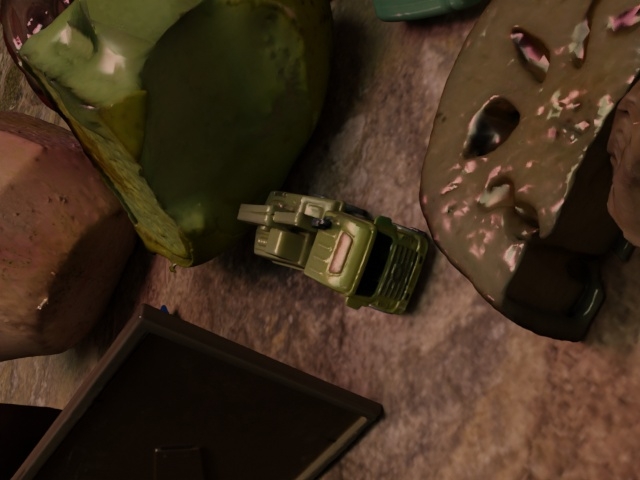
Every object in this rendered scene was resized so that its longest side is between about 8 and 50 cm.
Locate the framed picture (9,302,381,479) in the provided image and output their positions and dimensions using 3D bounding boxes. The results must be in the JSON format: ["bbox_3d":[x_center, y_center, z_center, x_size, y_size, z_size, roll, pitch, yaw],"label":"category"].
[{"bbox_3d":[-0.120,0.187,0.579,0.289,0.213,0.016,-50,28,25],"label":"framed picture"}]

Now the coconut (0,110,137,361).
[{"bbox_3d":[-0.426,-0.013,0.967,0.352,0.352,0.353,-23,58,44],"label":"coconut"}]

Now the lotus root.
[{"bbox_3d":[0.148,-0.066,0.430,0.138,0.119,0.235,31,102,52],"label":"lotus root"}]

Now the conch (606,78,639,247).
[{"bbox_3d":[0.234,-0.139,0.267,0.186,0.263,0.324,-80,16,-45],"label":"conch"}]

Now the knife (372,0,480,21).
[{"bbox_3d":[0.138,-0.197,0.556,0.260,0.063,0.035,16,127,51],"label":"knife"}]

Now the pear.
[{"bbox_3d":[-0.091,-0.137,0.682,0.176,0.286,0.282,29,64,37],"label":"pear"}]

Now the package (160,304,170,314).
[{"bbox_3d":[-0.189,0.187,0.811,0.171,0.027,0.173,-58,44,16],"label":"package"}]

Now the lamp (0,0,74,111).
[{"bbox_3d":[-0.248,-0.275,0.878,0.303,0.257,0.303,11,116,24],"label":"lamp"}]

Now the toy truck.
[{"bbox_3d":[0.000,0.000,0.598,0.169,0.100,0.077,26,97,53],"label":"toy truck"}]

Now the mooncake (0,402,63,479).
[{"bbox_3d":[-0.397,0.285,0.753,0.381,0.350,0.212,-21,68,45],"label":"mooncake"}]
